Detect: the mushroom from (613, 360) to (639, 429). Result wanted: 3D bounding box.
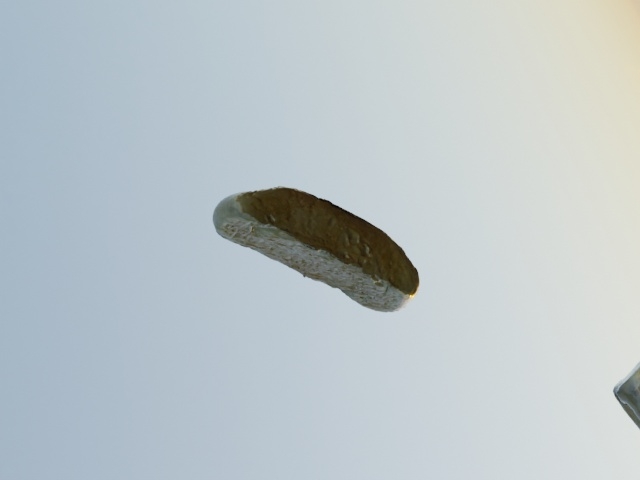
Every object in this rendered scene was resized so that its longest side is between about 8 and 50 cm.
[{"bbox_3d":[0.432,0.264,1.616,0.351,0.095,0.123,53,156,-13],"label":"mushroom"}]

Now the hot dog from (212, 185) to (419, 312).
[{"bbox_3d":[0.000,0.000,1.695,0.242,0.084,0.073,26,-122,-13],"label":"hot dog"}]
